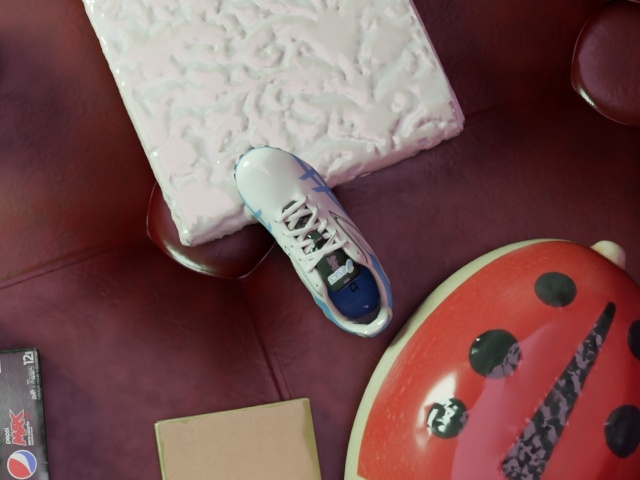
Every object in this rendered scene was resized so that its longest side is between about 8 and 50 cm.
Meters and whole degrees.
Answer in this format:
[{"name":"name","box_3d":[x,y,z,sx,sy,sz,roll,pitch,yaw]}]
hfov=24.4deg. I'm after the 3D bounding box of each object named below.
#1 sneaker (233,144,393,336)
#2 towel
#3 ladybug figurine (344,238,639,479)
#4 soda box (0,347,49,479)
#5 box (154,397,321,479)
[{"name":"sneaker","box_3d":[0.000,0.000,1.510,0.085,0.086,0.237,-39,110,-3]},{"name":"towel","box_3d":[-0.054,-0.195,1.571,0.332,0.053,0.317,-24,88,-11]},{"name":"ladybug figurine","box_3d":[0.203,0.192,1.517,0.305,0.162,0.449,28,80,-6]},{"name":"soda box","box_3d":[-0.301,0.193,1.482,0.053,0.060,0.168,-4,84,-11]},{"name":"box","box_3d":[-0.076,0.274,1.532,0.164,0.021,0.201,-8,85,-11]}]
